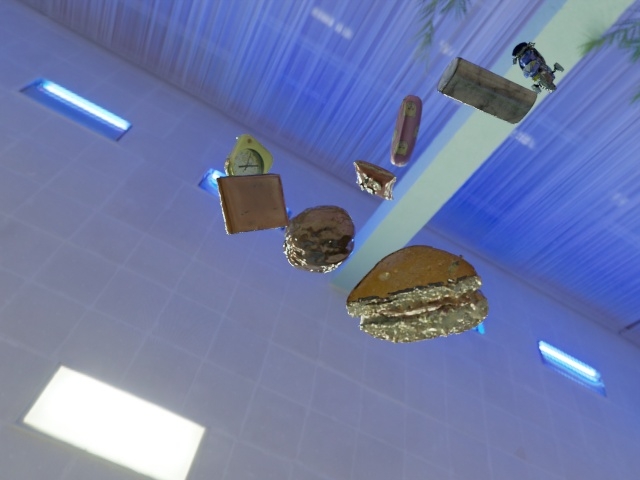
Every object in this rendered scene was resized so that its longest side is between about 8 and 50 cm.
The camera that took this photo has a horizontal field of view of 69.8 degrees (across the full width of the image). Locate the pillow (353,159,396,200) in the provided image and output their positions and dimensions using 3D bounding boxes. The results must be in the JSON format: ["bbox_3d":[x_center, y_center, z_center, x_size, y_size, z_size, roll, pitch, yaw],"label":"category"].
[{"bbox_3d":[0.204,-0.223,1.750,0.172,0.179,0.075,28,-107,17],"label":"pillow"}]

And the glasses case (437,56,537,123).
[{"bbox_3d":[0.503,-0.448,1.381,0.300,0.114,0.060,14,-141,-20],"label":"glasses case"}]

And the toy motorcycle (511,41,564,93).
[{"bbox_3d":[0.771,-0.628,1.654,0.169,0.113,0.315,35,-142,-11],"label":"toy motorcycle"}]

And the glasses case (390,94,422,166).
[{"bbox_3d":[0.387,-0.490,2.066,0.123,0.315,0.076,-5,-159,-42],"label":"glasses case"}]

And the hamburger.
[{"bbox_3d":[0.337,0.165,1.552,0.268,0.446,0.286,56,-149,-30],"label":"hamburger"}]

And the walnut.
[{"bbox_3d":[0.000,-0.003,1.623,0.274,0.272,0.227,11,-167,-26],"label":"walnut"}]

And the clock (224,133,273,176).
[{"bbox_3d":[-0.292,-0.274,1.742,0.170,0.069,0.231,41,-109,-38],"label":"clock"}]

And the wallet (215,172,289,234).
[{"bbox_3d":[-0.183,-0.101,1.252,0.196,0.042,0.160,-13,-89,-38],"label":"wallet"}]
